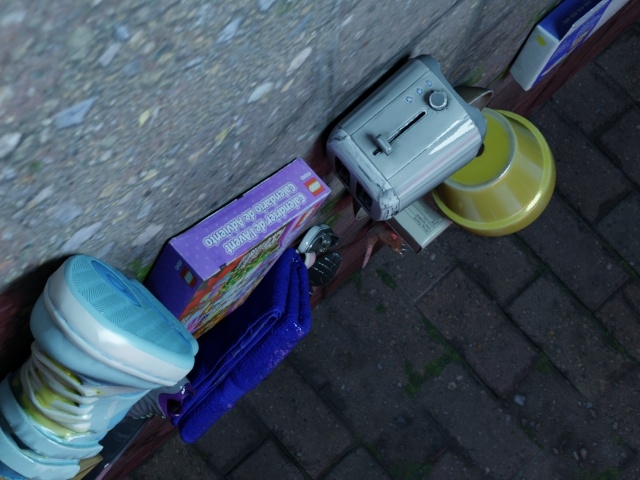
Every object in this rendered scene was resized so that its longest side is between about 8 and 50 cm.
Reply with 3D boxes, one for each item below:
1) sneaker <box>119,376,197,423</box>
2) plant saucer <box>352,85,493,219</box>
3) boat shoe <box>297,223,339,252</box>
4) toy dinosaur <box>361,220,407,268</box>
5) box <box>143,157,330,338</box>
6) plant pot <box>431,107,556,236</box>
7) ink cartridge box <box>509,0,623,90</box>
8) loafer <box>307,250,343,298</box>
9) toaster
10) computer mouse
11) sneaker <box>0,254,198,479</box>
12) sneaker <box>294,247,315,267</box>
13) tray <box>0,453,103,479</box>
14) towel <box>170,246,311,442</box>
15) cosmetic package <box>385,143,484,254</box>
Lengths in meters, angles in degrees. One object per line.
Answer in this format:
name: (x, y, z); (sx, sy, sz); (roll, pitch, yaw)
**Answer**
sneaker: (-0.276, 0.265, 1.357); (0.083, 0.098, 0.223); (-36, 171, -44)
plant saucer: (0.160, -0.155, 1.412); (0.310, 0.050, 0.310); (-42, 174, -5)
boat shoe: (0.000, 0.000, 1.478); (0.049, 0.040, 0.142); (-60, 171, 17)
toy dinosaur: (0.200, -0.046, 2.106); (0.296, 0.127, 0.200); (-31, 168, 8)
box: (-0.125, 0.043, 0.973); (0.201, 0.057, 0.293); (-38, 172, -38)
plant pot: (0.323, -0.151, 1.653); (0.254, 0.254, 0.239); (-43, 159, 9)
ink cartridge box: (0.496, -0.434, 1.518); (0.304, 0.072, 0.307); (-40, 171, -7)
loafer: (-0.011, 0.075, 1.927); (0.170, 0.062, 0.061); (-42, -163, 27)
toaster: (0.093, -0.110, 0.978); (0.146, 0.129, 0.227); (-38, 176, -3)
computer mouse: (-0.364, 0.339, 1.500); (0.188, 0.072, 0.272); (-47, -177, 41)
sneaker: (-0.214, 0.128, 0.704); (0.208, 0.127, 0.319); (-43, 173, -7)
sneaker: (-0.065, 0.062, 1.504); (0.134, 0.051, 0.070); (-45, 172, 0)
tray: (-0.448, 0.363, 1.095); (0.203, 0.076, 0.411); (-43, 174, 1)
towel: (-0.141, 0.166, 1.402); (0.308, 0.076, 0.227); (-45, -155, 21)
cosmetic package: (0.284, -0.123, 1.916); (0.296, 0.153, 0.129); (-40, 173, -6)
